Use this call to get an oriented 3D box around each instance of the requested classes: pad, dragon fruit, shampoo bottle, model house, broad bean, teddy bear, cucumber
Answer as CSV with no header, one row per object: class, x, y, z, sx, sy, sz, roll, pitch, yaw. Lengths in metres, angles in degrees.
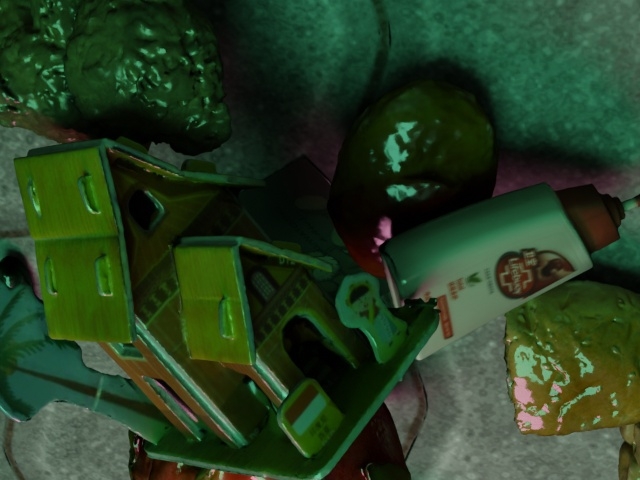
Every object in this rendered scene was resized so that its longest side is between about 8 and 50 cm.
pad,0.000,0.000,1.744,0.127,0.004,0.190,-28,117,36
dragon fruit,-0.060,0.201,1.745,0.305,0.305,0.226,-2,128,20
shampoo bottle,0.201,0.008,1.559,0.284,0.071,0.153,-21,141,-1
model house,-0.151,0.074,1.445,0.324,0.340,0.300,51,152,-23
broad bean,0.089,-0.055,1.584,0.156,0.122,0.228,17,138,-5
teddy bear,-0.196,-0.166,1.522,0.256,0.156,0.267,-4,123,34
cucumber,-0.348,0.061,1.886,0.048,0.048,0.105,11,131,8

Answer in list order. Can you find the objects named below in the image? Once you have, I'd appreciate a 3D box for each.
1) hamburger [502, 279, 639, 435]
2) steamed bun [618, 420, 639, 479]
hamburger,0.286,0.114,1.665,0.207,0.135,0.155,3,133,13
steamed bun,0.389,0.234,1.713,0.177,0.192,0.106,5,111,-23
